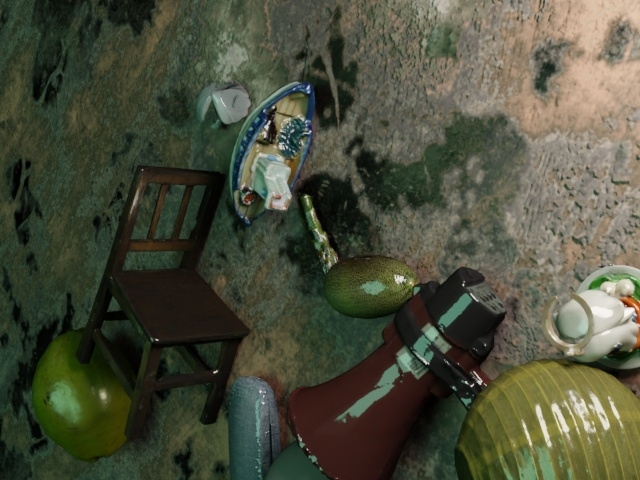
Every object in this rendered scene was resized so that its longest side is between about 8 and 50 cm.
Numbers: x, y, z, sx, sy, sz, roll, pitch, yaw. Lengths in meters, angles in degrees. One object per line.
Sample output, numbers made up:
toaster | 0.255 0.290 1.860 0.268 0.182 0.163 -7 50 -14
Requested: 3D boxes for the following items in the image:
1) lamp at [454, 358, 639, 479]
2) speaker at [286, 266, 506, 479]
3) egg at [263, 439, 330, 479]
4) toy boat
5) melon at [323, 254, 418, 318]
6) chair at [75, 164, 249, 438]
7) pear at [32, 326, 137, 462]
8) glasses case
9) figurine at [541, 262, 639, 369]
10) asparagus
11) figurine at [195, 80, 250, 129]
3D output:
lamp | 0.299 0.252 1.017 0.250 0.285 0.250 166 90 -84
speaker | 0.136 0.219 1.203 0.329 0.198 0.259 -44 48 26
egg | -0.006 0.407 1.340 0.176 0.176 0.231 32 124 39
toy boat | -0.072 -0.136 1.427 0.115 0.114 0.261 35 112 52
melon | 0.075 0.068 1.305 0.162 0.099 0.099 -4 88 42
chair | -0.257 0.108 1.564 0.240 0.203 0.416 45 122 39
pear | -0.472 0.309 1.767 0.212 0.212 0.269 -22 82 42
glasses case | -0.114 0.376 1.518 0.109 0.067 0.282 -2 92 53
figurine | 0.321 0.092 1.029 0.132 0.154 0.132 1 91 44
asparagus | 0.000 0.000 1.425 0.036 0.030 0.165 -35 67 28
figurine | -0.179 -0.247 1.571 0.086 0.082 0.094 -15 54 59
